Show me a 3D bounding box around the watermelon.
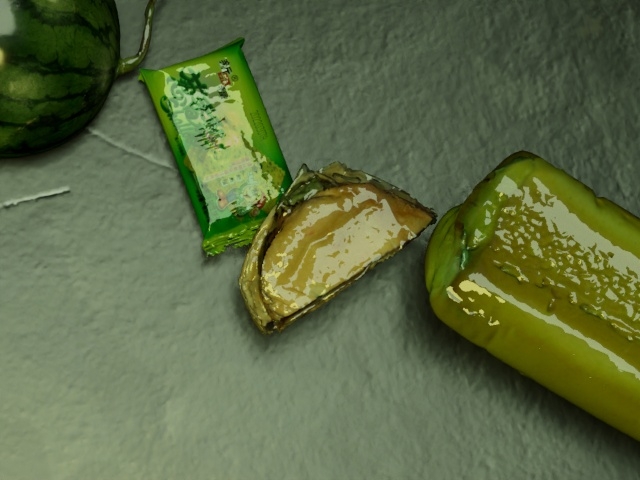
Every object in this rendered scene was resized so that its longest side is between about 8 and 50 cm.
[{"bbox_3d":[-0.259,-0.175,1.236,0.232,0.127,0.204,20,77,-5],"label":"watermelon"}]

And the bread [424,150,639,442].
[{"bbox_3d":[0.262,0.080,1.253,0.383,0.112,0.166,31,71,0],"label":"bread"}]

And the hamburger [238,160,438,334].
[{"bbox_3d":[0.000,-0.008,1.248,0.176,0.087,0.102,-35,87,-7],"label":"hamburger"}]

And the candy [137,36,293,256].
[{"bbox_3d":[-0.079,-0.081,1.285,0.102,0.032,0.178,-19,80,-13],"label":"candy"}]
